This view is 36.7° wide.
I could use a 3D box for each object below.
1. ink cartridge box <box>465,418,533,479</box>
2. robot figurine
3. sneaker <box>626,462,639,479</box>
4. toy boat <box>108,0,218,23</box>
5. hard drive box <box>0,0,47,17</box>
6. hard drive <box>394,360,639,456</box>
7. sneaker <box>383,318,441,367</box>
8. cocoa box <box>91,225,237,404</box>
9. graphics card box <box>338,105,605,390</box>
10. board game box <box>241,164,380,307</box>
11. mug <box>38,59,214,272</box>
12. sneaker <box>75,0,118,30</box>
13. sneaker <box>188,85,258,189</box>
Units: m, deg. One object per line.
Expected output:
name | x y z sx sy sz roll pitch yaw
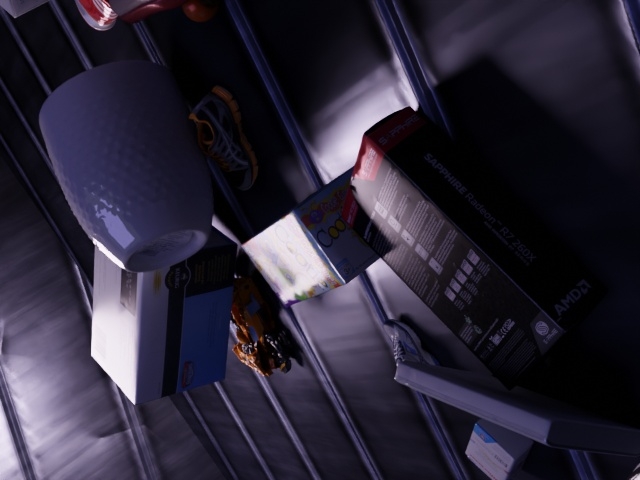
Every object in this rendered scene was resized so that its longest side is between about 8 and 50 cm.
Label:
ink cartridge box | 0.301 0.352 1.635 0.088 0.052 0.122 42 152 25
robot figurine | -0.169 0.192 2.224 0.211 0.085 0.291 23 141 50
sneaker | 0.477 0.339 1.243 0.100 0.108 0.271 54 157 -4
toy boat | -0.227 -0.404 1.532 0.151 0.151 0.231 31 167 -27
hard drive box | -0.471 -0.522 1.660 0.089 0.232 0.181 40 151 27
hard drive | 0.280 0.238 1.392 0.307 0.203 0.040 15 91 55
sneaker | 0.152 0.197 1.693 0.135 0.058 0.052 48 155 13
cocoa box | -0.340 0.131 2.085 0.231 0.228 0.347 34 125 45
graphics card box | 0.194 0.015 1.340 0.371 0.094 0.233 47 155 17
board game box | 0.000 0.000 1.604 0.142 0.144 0.275 55 156 -3
mug | -0.329 -0.110 1.841 0.328 0.276 0.374 66 -172 19
sneaker | -0.455 -0.518 1.843 0.221 0.087 0.128 46 148 -11
sneaker | -0.181 -0.177 1.772 0.084 0.083 0.215 25 144 44
